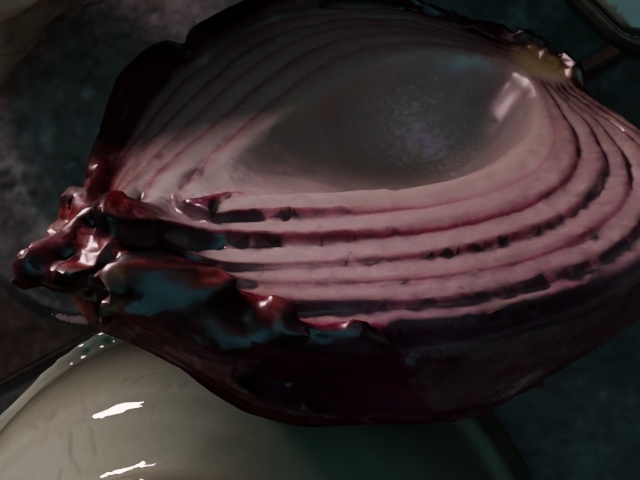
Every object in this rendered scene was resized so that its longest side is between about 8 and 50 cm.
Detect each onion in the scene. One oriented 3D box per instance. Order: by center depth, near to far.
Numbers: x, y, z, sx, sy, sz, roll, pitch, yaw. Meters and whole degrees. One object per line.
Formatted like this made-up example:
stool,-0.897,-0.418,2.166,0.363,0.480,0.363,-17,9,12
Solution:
onion,0.000,0.000,0.552,0.227,0.283,0.120,42,135,35

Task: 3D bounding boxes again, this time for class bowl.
bowl,-0.049,0.180,0.616,0.307,0.163,0.307,0,91,13

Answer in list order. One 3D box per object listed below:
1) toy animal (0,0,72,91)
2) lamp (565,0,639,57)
toy animal,-0.163,-0.223,0.631,0.266,0.188,0.308,-29,76,-10
lamp,0.151,-0.261,0.604,0.266,0.047,0.269,-45,85,11
